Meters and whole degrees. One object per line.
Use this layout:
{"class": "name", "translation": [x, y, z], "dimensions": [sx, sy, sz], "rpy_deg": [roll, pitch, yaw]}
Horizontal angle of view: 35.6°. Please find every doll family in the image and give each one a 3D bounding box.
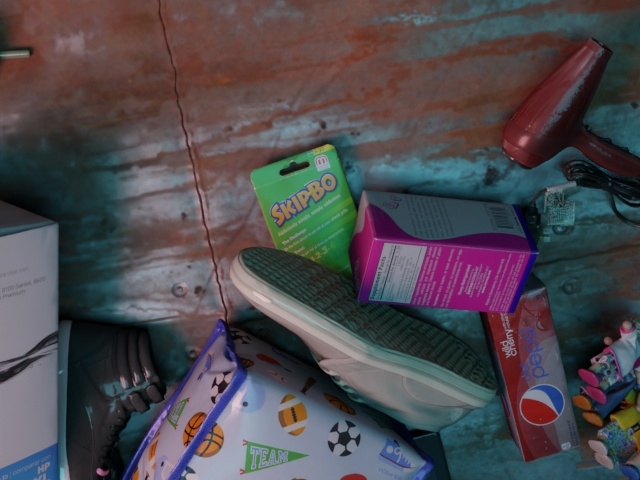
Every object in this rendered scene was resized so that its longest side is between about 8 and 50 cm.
{"class": "doll family", "translation": [0.448, 0.222, 1.441], "dimensions": [0.163, 0.118, 0.262], "rpy_deg": [-33, 108, -22]}

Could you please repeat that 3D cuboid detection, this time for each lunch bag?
{"class": "lunch bag", "translation": [-0.096, 0.357, 1.392], "dimensions": [0.328, 0.239, 0.385], "rpy_deg": [28, 97, -17]}

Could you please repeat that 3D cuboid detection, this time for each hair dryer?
{"class": "hair dryer", "translation": [0.357, -0.135, 1.354], "dimensions": [0.224, 0.080, 0.293], "rpy_deg": [-12, 123, -3]}

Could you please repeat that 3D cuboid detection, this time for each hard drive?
{"class": "hard drive", "translation": [0.147, 0.353, 1.519], "dimensions": [0.094, 0.022, 0.135], "rpy_deg": [-15, 108, 1]}

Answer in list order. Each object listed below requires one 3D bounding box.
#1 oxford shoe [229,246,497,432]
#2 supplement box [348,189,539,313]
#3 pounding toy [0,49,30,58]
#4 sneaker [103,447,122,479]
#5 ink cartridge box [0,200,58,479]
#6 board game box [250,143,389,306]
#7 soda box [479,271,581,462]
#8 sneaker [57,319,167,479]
{"class": "oxford shoe", "translation": [0.052, 0.148, 1.343], "dimensions": [0.449, 0.169, 0.130], "rpy_deg": [30, 113, -31]}
{"class": "supplement box", "translation": [0.158, 0.015, 1.326], "dimensions": [0.220, 0.111, 0.113], "rpy_deg": [6, 126, -11]}
{"class": "pounding toy", "translation": [-0.473, -0.222, 1.267], "dimensions": [0.130, 0.100, 0.141], "rpy_deg": [37, 100, 1]}
{"class": "sneaker", "translation": [-0.358, 0.431, 1.484], "dimensions": [0.122, 0.110, 0.282], "rpy_deg": [2, 101, 8]}
{"class": "ink cartridge box", "translation": [-0.481, 0.139, 1.266], "dimensions": [0.286, 0.166, 0.394], "rpy_deg": [18, 112, 34]}
{"class": "board game box", "translation": [0.000, 0.000, 1.389], "dimensions": [0.124, 0.039, 0.259], "rpy_deg": [-19, 111, 1]}
{"class": "soda box", "translation": [0.298, 0.181, 1.441], "dimensions": [0.092, 0.083, 0.263], "rpy_deg": [-16, 108, 1]}
{"class": "sneaker", "translation": [-0.284, 0.252, 1.373], "dimensions": [0.147, 0.104, 0.295], "rpy_deg": [-3, 78, -4]}
